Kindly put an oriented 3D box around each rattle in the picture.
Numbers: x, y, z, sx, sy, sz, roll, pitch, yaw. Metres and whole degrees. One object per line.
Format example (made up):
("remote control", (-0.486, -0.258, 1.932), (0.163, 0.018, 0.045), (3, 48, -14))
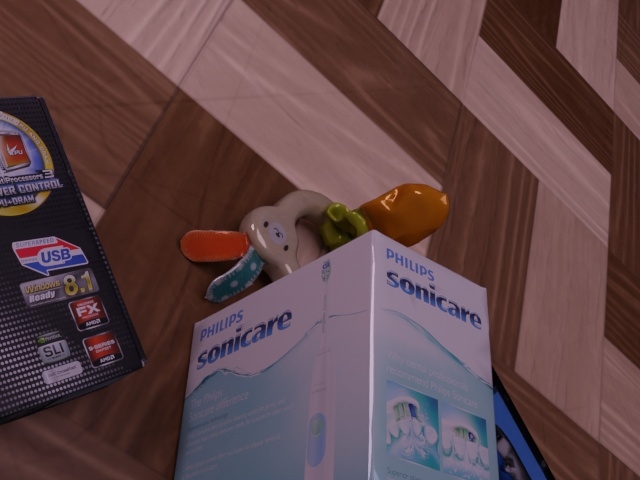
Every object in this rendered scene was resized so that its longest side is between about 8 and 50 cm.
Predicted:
("rattle", (0.000, 0.000, 0.741), (0.200, 0.143, 0.130), (14, 77, -46))

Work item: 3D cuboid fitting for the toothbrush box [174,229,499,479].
("toothbrush box", (0.003, 0.173, 0.583), (0.126, 0.216, 0.295), (26, 51, -34))

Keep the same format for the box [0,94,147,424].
("box", (-0.266, 0.024, 0.519), (0.270, 0.060, 0.216), (-14, 79, -48))

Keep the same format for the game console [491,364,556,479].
("game console", (0.218, 0.259, 0.788), (0.173, 0.250, 0.293), (-29, 89, -22))
